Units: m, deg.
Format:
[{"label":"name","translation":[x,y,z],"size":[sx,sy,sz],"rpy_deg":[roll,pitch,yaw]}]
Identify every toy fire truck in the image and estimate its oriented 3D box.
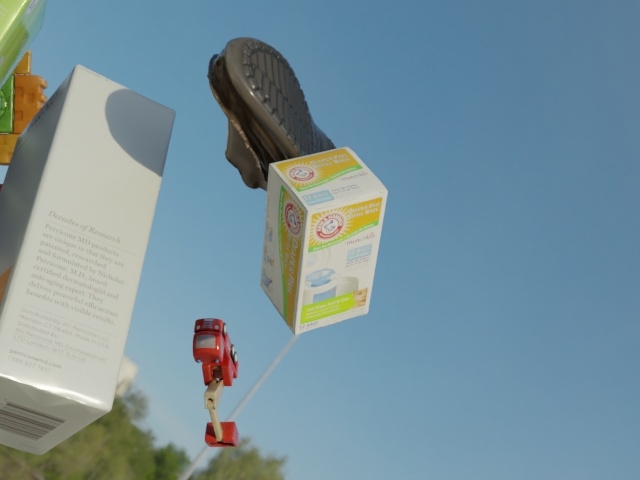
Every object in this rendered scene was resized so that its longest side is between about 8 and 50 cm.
[{"label":"toy fire truck","translation":[-0.160,0.221,1.616],"size":[0.047,0.135,0.192],"rpy_deg":[-2,-36,7]}]

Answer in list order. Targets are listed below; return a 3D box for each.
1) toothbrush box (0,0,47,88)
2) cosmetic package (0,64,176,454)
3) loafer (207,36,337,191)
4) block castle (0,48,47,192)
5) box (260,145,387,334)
[{"label":"toothbrush box","translation":[-0.374,-0.145,0.972],"size":[0.122,0.283,0.206],"rpy_deg":[33,-15,-12]},{"label":"cosmetic package","translation":[-0.344,0.024,1.390],"size":[0.162,0.453,0.230],"rpy_deg":[25,-37,-26]},{"label":"loafer","translation":[-0.069,-0.119,1.376],"size":[0.130,0.133,0.366],"rpy_deg":[-13,-33,15]},{"label":"block castle","translation":[-0.583,-0.241,1.741],"size":[0.213,0.453,0.303],"rpy_deg":[0,-2,-3]},{"label":"box","translation":[0.000,0.000,1.313],"size":[0.103,0.114,0.203],"rpy_deg":[52,-34,41]}]
